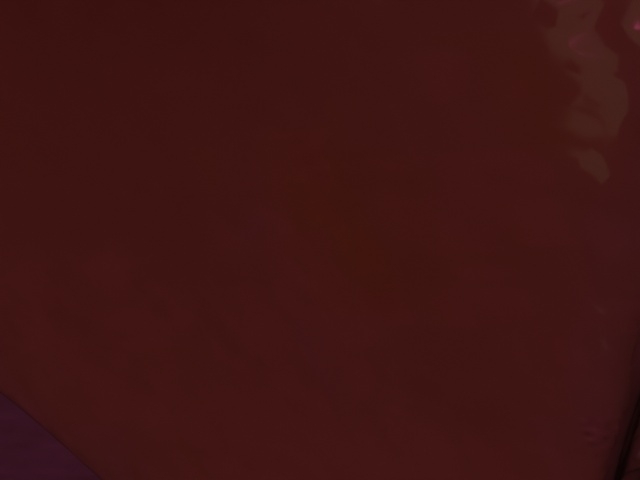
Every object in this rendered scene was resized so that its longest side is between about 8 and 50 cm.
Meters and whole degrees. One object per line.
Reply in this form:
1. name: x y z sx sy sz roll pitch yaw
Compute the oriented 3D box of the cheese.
1. cheese: -0.001 0.000 0.585 0.384 0.104 0.384 15 133 17
